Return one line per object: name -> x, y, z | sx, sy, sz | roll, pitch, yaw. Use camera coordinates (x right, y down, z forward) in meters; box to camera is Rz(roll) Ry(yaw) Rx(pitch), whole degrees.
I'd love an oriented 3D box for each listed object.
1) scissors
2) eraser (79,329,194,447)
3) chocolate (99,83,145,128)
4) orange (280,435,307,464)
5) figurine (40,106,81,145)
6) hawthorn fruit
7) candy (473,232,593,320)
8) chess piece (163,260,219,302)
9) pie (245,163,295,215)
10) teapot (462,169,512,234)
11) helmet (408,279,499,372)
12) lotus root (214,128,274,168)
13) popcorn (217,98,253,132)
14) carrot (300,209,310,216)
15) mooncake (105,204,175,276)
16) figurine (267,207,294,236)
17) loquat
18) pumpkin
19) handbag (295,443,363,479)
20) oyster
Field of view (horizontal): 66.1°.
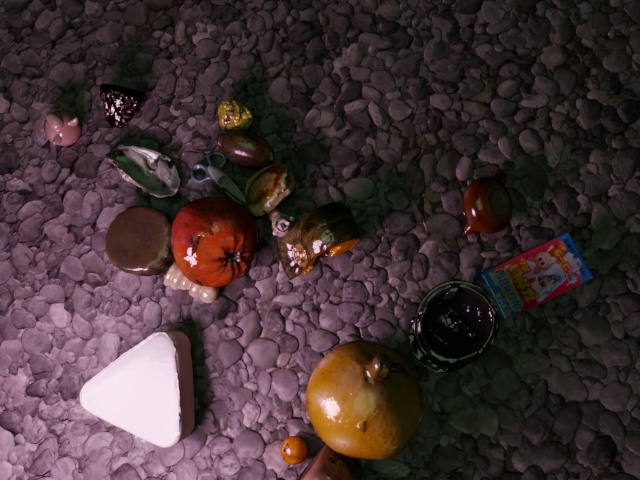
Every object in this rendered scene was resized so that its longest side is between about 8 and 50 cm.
scissors -> -0.315, -0.191, 1.592 | 0.138, 0.041, 0.289 | -42, 55, -9
eraser -> -0.501, 0.417, 1.482 | 0.330, 0.150, 0.332 | -1, 82, 4
chocolate -> -0.684, -0.449, 1.674 | 0.156, 0.156, 0.133 | 21, 109, 6
orange -> -0.078, 0.622, 1.458 | 0.083, 0.083, 0.084 | 0, 80, 2
figurine -> -0.869, -0.380, 1.654 | 0.125, 0.138, 0.125 | -12, 115, -29
hawthorn fruit -> -0.338, -0.025, 1.510 | 0.276, 0.276, 0.307 | -35, 55, -4
candy -> 0.647, 0.113, 1.511 | 0.305, 0.100, 0.157 | -24, 80, -1
chess piece -> -0.400, 0.138, 1.557 | 0.170, 0.094, 0.094 | 28, 82, 4
pie -> -0.168, -0.170, 1.568 | 0.178, 0.205, 0.084 | -31, 123, 8
teapot -> 0.517, -0.123, 1.555 | 0.178, 0.135, 0.252 | 42, 61, -24
helmet -> 0.391, 0.246, 1.467 | 0.230, 0.160, 0.279 | 36, 98, 9
lotus root -> -0.250, -0.301, 1.614 | 0.209, 0.120, 0.120 | 17, 81, 2
popcorn -> -0.288, -0.411, 1.643 | 0.120, 0.116, 0.106 | 41, 88, -26
carrot -> 0.020, -0.040, 1.596 | 0.216, 0.048, 0.048 | 32, 82, 12
mooncake -> -0.558, 0.006, 1.573 | 0.228, 0.124, 0.229 | -1, 75, 5
figurine -> -0.136, -0.056, 1.551 | 0.098, 0.146, 0.081 | 28, 83, 8
loquat -> 0.128, 0.422, 1.345 | 0.328, 0.360, 0.329 | 7, 46, -7
pumpkin -> 0.000, -0.001, 1.536 | 0.190, 0.280, 0.139 | -19, 77, -35
handbag -> -0.016, 0.707, 1.334 | 0.149, 0.302, 0.283 | 38, 89, 11
oyster -> -0.593, -0.229, 1.633 | 0.251, 0.087, 0.200 | -1, 70, -5
